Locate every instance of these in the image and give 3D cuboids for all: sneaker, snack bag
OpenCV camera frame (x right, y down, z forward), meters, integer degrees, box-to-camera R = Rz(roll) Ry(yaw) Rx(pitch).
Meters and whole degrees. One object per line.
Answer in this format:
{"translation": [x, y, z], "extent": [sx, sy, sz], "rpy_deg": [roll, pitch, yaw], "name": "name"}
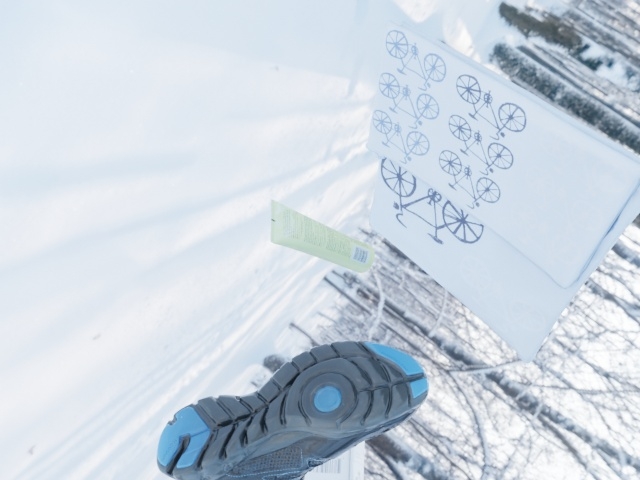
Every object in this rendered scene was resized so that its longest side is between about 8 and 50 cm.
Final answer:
{"translation": [-0.025, 0.232, 0.706], "extent": [0.341, 0.125, 0.139], "rpy_deg": [-18, 130, 5], "name": "sneaker"}
{"translation": [0.172, -0.042, 0.664], "extent": [0.037, 0.323, 0.342], "rpy_deg": [-32, 149, -27], "name": "snack bag"}

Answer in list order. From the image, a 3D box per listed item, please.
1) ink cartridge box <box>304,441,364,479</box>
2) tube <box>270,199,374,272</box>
{"translation": [-0.020, 0.543, 1.191], "extent": [0.117, 0.207, 0.283], "rpy_deg": [52, 37, -56], "name": "ink cartridge box"}
{"translation": [0.000, 0.000, 1.062], "extent": [0.070, 0.240, 0.062], "rpy_deg": [38, -77, 53], "name": "tube"}
